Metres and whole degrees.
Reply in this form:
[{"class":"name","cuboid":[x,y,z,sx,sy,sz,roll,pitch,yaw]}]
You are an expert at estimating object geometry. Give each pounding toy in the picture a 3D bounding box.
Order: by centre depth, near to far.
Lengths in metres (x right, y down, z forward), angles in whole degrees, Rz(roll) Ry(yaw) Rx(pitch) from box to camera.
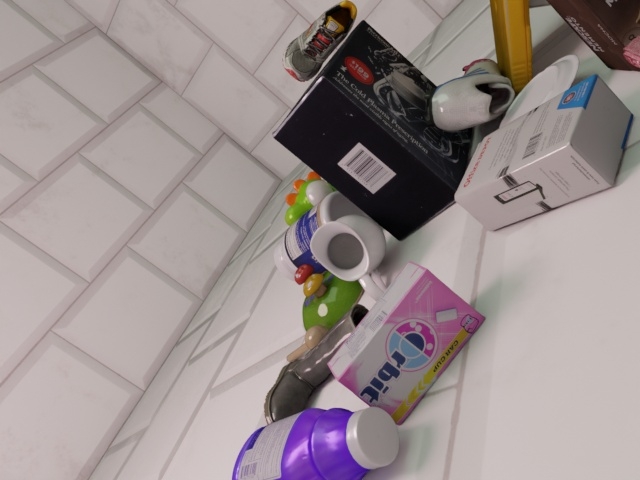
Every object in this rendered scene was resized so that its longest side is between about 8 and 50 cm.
[{"class":"pounding toy","cuboid":[-0.013,0.123,1.088,0.183,0.110,0.236,-31,23,55]}]

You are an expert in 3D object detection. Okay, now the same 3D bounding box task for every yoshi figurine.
[{"class":"yoshi figurine","cuboid":[0.077,-0.123,1.434,0.362,0.203,0.203,-38,54,-4]}]

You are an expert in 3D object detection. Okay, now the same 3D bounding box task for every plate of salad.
[{"class":"plate of salad","cuboid":[0.375,-0.227,0.894,0.199,0.048,0.200,-58,6,10]}]

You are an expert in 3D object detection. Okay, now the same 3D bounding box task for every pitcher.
[{"class":"pitcher","cuboid":[0.075,0.034,0.992,0.126,0.177,0.207,-38,-4,13]}]

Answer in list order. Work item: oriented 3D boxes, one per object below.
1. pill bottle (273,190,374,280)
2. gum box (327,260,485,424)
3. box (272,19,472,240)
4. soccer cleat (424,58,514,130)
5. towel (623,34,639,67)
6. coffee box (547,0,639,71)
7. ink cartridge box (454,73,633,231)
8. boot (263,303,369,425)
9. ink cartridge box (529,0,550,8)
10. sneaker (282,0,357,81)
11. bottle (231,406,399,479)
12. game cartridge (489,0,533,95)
[{"class":"pill bottle","cuboid":[0.000,0.000,1.278,0.265,0.153,0.153,-36,20,48]},{"class":"gum box","cuboid":[0.106,0.135,0.671,0.188,0.107,0.062,-51,13,-1]},{"class":"box","cuboid":[0.127,-0.236,1.082,0.179,0.343,0.312,-41,17,40]},{"class":"soccer cleat","cuboid":[0.334,-0.293,1.046,0.143,0.115,0.331,8,31,35]},{"class":"towel","cuboid":[0.427,-0.239,0.390,0.329,0.037,0.237,-43,18,25]},{"class":"coffee box","cuboid":[0.495,-0.405,0.715,0.297,0.168,0.118,-46,14,18]},{"class":"ink cartridge box","cuboid":[0.307,-0.115,0.729,0.148,0.086,0.203,-58,14,-28]},{"class":"boot","cuboid":[0.004,0.221,0.887,0.209,0.076,0.189,-37,20,24]},{"class":"ink cartridge box","cuboid":[0.488,-0.589,0.998,0.114,0.196,0.273,9,39,38]},{"class":"sneaker","cuboid":[-0.001,-0.437,1.113,0.225,0.088,0.093,-56,13,-18]},{"class":"bottle","cuboid":[-0.013,0.286,0.689,0.283,0.092,0.118,-38,19,43]},{"class":"game cartridge","cuboid":[0.381,-0.482,1.046,0.053,0.323,0.285,-10,30,17]}]
